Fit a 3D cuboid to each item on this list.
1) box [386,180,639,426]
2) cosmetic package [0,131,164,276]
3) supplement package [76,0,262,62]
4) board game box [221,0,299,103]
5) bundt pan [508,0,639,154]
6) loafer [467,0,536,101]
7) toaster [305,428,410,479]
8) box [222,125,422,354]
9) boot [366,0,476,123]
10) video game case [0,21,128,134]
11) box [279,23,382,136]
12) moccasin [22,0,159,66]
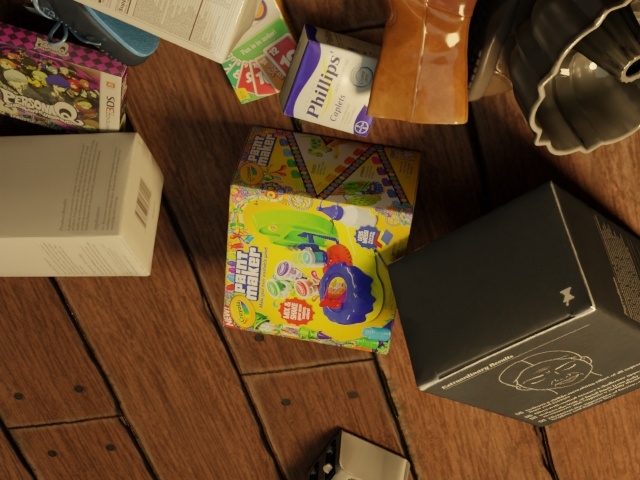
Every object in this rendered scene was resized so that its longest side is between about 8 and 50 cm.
[{"bbox_3d":[0.341,0.114,1.813,0.293,0.212,0.395,-28,150,27],"label":"box"},{"bbox_3d":[-0.456,-0.055,1.912,0.365,0.197,0.155,0,154,12],"label":"cosmetic package"},{"bbox_3d":[-0.197,-0.402,1.590,0.262,0.199,0.198,23,120,-1],"label":"supplement package"},{"bbox_3d":[-0.114,-0.332,1.765,0.124,0.039,0.259,-15,121,19],"label":"board game box"},{"bbox_3d":[0.389,-0.271,1.594,0.331,0.124,0.331,-24,150,-15],"label":"bundt pan"},{"bbox_3d":[0.285,-0.351,1.639,0.130,0.134,0.366,-3,142,-21],"label":"loafer"},{"bbox_3d":[0.074,0.476,2.307,0.185,0.110,0.168,26,128,-11],"label":"toaster"},{"bbox_3d":[0.000,0.000,1.910,0.279,0.177,0.290,9,128,4],"label":"box"},{"bbox_3d":[0.093,-0.311,1.664,0.264,0.096,0.280,10,118,9],"label":"boot"},{"bbox_3d":[-0.413,-0.239,1.834,0.232,0.042,0.210,16,152,-3],"label":"video game case"},{"bbox_3d":[0.023,-0.236,1.764,0.137,0.072,0.126,14,119,-14],"label":"box"},{"bbox_3d":[-0.381,-0.379,1.731,0.342,0.138,0.117,46,127,-7],"label":"moccasin"}]
